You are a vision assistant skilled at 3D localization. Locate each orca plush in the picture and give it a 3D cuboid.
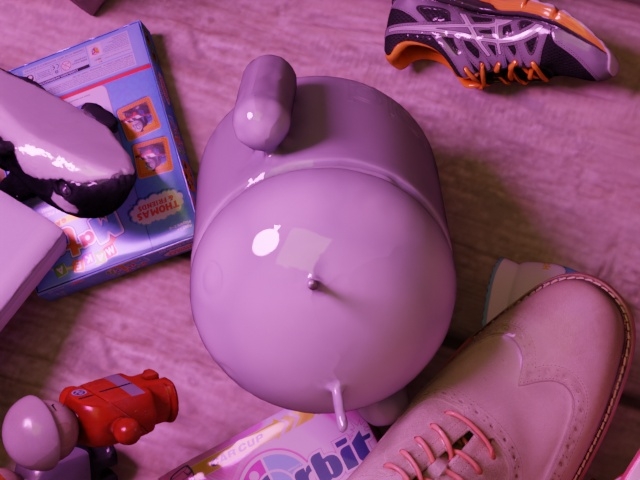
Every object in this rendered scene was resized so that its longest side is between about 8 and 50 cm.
[{"bbox_3d":[-0.280,-0.079,1.635,0.287,0.151,0.102,25,116,15],"label":"orca plush"}]

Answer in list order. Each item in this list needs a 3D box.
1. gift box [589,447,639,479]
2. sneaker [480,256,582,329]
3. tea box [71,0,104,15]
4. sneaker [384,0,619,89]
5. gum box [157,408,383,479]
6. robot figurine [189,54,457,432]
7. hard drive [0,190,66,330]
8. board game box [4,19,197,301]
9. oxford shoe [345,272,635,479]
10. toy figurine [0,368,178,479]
[{"bbox_3d":[0.298,0.247,1.386,0.258,0.255,0.276,32,91,16],"label":"gift box"},{"bbox_3d":[0.171,0.128,1.527,0.092,0.087,0.228,6,80,13],"label":"sneaker"},{"bbox_3d":[-0.292,-0.412,1.638,0.323,0.329,0.220,40,87,17],"label":"tea box"},{"bbox_3d":[0.151,-0.164,1.610,0.215,0.084,0.083,18,81,27],"label":"sneaker"},{"bbox_3d":[-0.032,0.207,1.566,0.188,0.062,0.107,-29,72,4],"label":"gum box"},{"bbox_3d":[0.000,0.000,1.475,0.200,0.353,0.300,-22,117,10],"label":"robot figurine"},{"bbox_3d":[-0.409,0.071,1.580,0.233,0.047,0.353,30,64,11],"label":"hard drive"},{"bbox_3d":[-0.201,-0.071,1.685,0.160,0.039,0.211,-20,72,8],"label":"board game box"},{"bbox_3d":[0.097,0.184,1.407,0.140,0.146,0.397,36,85,15],"label":"oxford shoe"},{"bbox_3d":[-0.183,0.227,1.508,0.148,0.209,0.213,-15,72,-36],"label":"toy figurine"}]
